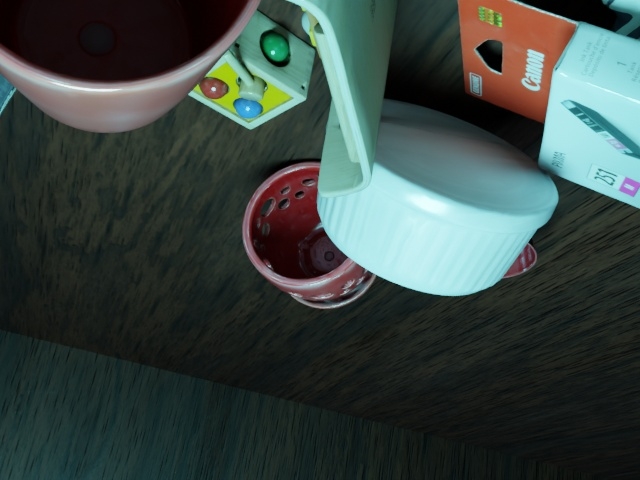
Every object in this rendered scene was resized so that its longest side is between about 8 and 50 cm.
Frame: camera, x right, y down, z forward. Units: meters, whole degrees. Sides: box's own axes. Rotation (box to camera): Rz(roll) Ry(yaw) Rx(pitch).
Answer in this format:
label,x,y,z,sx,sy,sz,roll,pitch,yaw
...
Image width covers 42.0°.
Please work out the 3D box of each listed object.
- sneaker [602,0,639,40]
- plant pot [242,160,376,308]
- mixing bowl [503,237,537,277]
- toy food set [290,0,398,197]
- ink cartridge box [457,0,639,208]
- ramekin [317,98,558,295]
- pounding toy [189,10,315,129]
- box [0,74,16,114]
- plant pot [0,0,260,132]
label,x,y,z,sx,sy,sz,roll,pitch,yaw
sneaker,0.347,-0.203,0.754,0.153,0.094,0.235,5,147,31
plant pot,0.000,0.000,1.235,0.191,0.191,0.174,3,163,16
mixing bowl,0.219,-0.024,1.192,0.181,0.098,0.181,9,157,4
toy food set,0.002,-0.205,0.736,0.092,0.220,0.306,4,155,14
ink cartridge box,0.239,-0.134,0.831,0.239,0.060,0.275,24,173,16
ramekin,0.120,-0.049,0.949,0.272,0.273,0.127,15,118,-10
pounding toy,-0.085,-0.193,0.941,0.130,0.100,0.141,27,151,-33
box,-0.605,-0.232,1.013,0.395,0.097,0.318,34,149,-27
plant pot,-0.196,-0.223,0.750,0.275,0.275,0.243,16,166,-12
